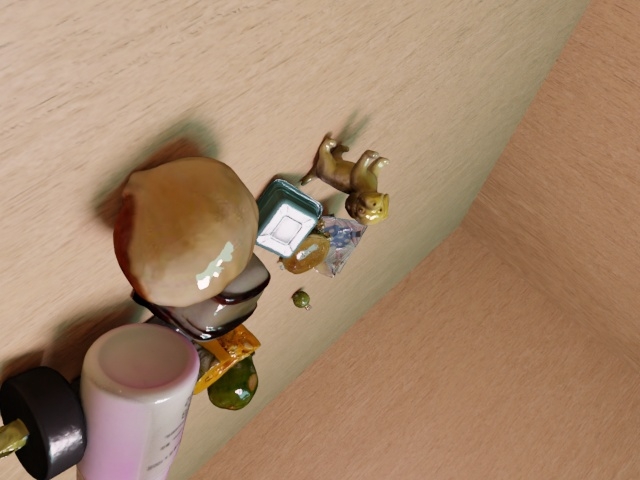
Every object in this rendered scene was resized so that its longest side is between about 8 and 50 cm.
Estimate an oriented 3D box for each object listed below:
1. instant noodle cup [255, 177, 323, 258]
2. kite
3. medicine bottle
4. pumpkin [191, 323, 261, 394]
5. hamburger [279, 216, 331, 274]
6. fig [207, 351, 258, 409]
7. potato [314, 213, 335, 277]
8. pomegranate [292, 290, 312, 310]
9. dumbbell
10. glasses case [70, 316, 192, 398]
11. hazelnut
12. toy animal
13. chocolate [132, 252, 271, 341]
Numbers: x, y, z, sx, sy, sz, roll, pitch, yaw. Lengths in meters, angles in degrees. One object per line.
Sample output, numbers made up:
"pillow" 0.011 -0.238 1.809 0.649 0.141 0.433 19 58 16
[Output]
"instant noodle cup" -0.089 -0.039 1.041 0.157 0.070 0.179 29 108 -30
"kite" 0.004 0.011 1.323 0.314 0.012 0.335 -27 136 13
"medicine bottle" -0.398 0.388 0.926 0.219 0.219 0.389 -18 134 -53
"pumpkin" -0.317 0.326 1.311 0.280 0.139 0.190 -36 159 -31
"hamburger" -0.042 0.005 1.192 0.159 0.131 0.185 10 129 -40
"fig" -0.325 0.526 1.670 0.245 0.195 0.195 -76 -171 -47
"potato" -0.002 -0.002 1.419 0.261 0.100 0.120 83 14 -46
"pomegranate" -0.074 0.241 1.724 0.073 0.073 0.085 -37 129 -24
"dumbbell" -0.594 0.366 0.722 0.322 0.204 0.204 -19 147 -52
"glasses case" -0.446 0.289 1.063 0.323 0.074 0.131 -40 158 -17
"hazelnut" -0.224 -0.019 0.735 0.261 0.241 0.261 -43 -170 9
"toy animal" 0.083 -0.150 1.067 0.169 0.233 0.121 -59 164 11
"chocolate" -0.238 0.109 0.968 0.283 0.186 0.284 -39 159 -18
